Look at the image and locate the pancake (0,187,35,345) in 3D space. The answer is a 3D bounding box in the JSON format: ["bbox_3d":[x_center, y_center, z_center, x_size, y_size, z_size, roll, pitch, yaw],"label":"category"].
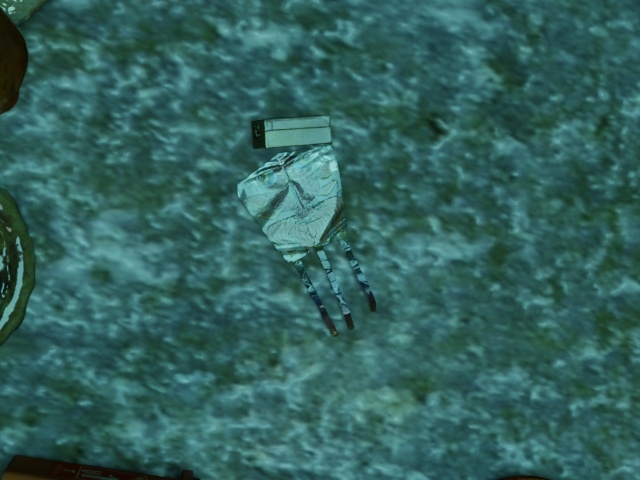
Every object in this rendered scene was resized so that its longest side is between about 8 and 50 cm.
[{"bbox_3d":[-0.414,0.030,1.290,0.212,0.029,0.235,-29,111,-23],"label":"pancake"}]

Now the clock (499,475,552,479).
[{"bbox_3d":[0.252,0.394,1.478,0.205,0.051,0.205,-1,94,-13],"label":"clock"}]

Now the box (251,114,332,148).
[{"bbox_3d":[-0.036,-0.124,1.367,0.083,0.079,0.035,-5,95,-13],"label":"box"}]

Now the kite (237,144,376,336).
[{"bbox_3d":[0.001,0.000,1.416,0.127,0.016,0.229,-28,98,-8],"label":"kite"}]

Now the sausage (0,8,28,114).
[{"bbox_3d":[-0.421,-0.230,1.229,0.141,0.153,0.268,-45,105,-22],"label":"sausage"}]

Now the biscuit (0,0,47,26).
[{"bbox_3d":[-0.281,-0.319,1.311,0.219,0.061,0.055,-43,146,-7],"label":"biscuit"}]

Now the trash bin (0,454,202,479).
[{"bbox_3d":[-0.247,0.336,1.306,0.238,0.161,0.185,13,89,-6],"label":"trash bin"}]
